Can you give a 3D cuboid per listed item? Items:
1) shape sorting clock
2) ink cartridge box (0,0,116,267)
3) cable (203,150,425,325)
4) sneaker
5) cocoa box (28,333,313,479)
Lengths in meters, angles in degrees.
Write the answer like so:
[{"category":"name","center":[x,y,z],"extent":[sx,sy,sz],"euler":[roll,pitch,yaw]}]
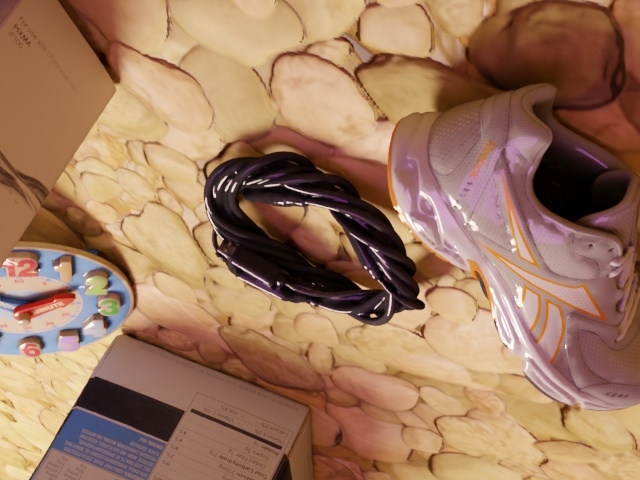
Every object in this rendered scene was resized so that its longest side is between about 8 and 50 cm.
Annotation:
[{"category":"shape sorting clock","center":[-0.281,0.062,1.026],"extent":[0.206,0.040,0.206],"euler":[-6,143,-5]},{"category":"ink cartridge box","center":[-0.299,-0.045,0.736],"extent":[0.207,0.283,0.117],"euler":[5,143,32]},{"category":"cable","center":[0.000,0.000,0.811],"extent":[0.184,0.047,0.150],"euler":[27,143,6]},{"category":"sneaker","center":[0.159,0.012,0.661],"extent":[0.121,0.099,0.262],"euler":[-19,126,44]},{"category":"cocoa box","center":[-0.153,0.311,1.176],"extent":[0.231,0.228,0.347],"euler":[19,147,13]}]
